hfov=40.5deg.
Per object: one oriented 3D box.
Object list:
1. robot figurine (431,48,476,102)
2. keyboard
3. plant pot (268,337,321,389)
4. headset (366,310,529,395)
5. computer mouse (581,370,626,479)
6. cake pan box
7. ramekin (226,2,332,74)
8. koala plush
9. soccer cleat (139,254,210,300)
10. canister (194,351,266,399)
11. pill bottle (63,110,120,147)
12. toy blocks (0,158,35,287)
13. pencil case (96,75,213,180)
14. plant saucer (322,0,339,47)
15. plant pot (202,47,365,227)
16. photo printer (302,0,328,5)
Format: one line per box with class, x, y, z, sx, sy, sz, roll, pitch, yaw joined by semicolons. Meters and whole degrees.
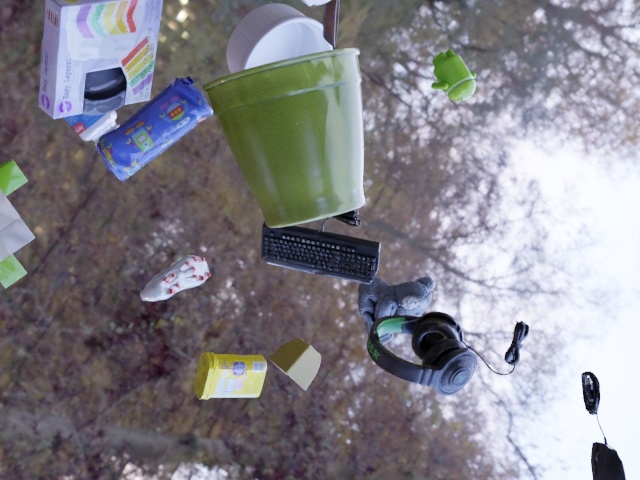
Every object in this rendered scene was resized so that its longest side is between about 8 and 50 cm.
robot figurine;0.284;-0.346;1.838;0.101;0.115;0.067;-26;172;-35
keyboard;0.000;0.000;2.244;0.033;0.317;0.201;-55;153;-63
plant pot;-0.048;0.267;1.934;0.083;0.081;0.081;-49;-144;-9
headset;0.316;0.255;2.155;0.243;0.394;0.185;-105;-153;-62
computer mouse;0.501;0.357;1.570;0.041;0.242;0.071;-12;176;-12
cake pan box;-0.458;-0.391;1.808;0.245;0.070;0.267;-18;138;-41
ramekin;-0.117;-0.498;2.330;0.277;0.277;0.135;-50;-127;11
koala plush;0.247;0.189;2.704;0.221;0.203;0.196;-19;-167;29
soccer cleat;-0.302;0.078;1.810;0.076;0.068;0.196;-17;-174;26
canister;-0.239;0.363;2.323;0.073;0.170;0.126;42;-59;56
pill bottle;-0.648;-0.357;2.418;0.124;0.221;0.124;-36;-165;11
toy blocks;-0.678;-0.120;1.593;0.191;0.381;0.261;-38;-148;-17
pencil case;-0.415;-0.283;2.156;0.306;0.133;0.119;-38;-151;-2
plant saucer;0.023;-0.487;1.802;0.168;0.029;0.168;3;90;-87
plant pot;-0.047;-0.223;1.995;0.366;0.353;0.366;-14;-174;1
photo printer;-0.089;-0.569;1.446;0.107;0.307;0.256;-35;-126;4
